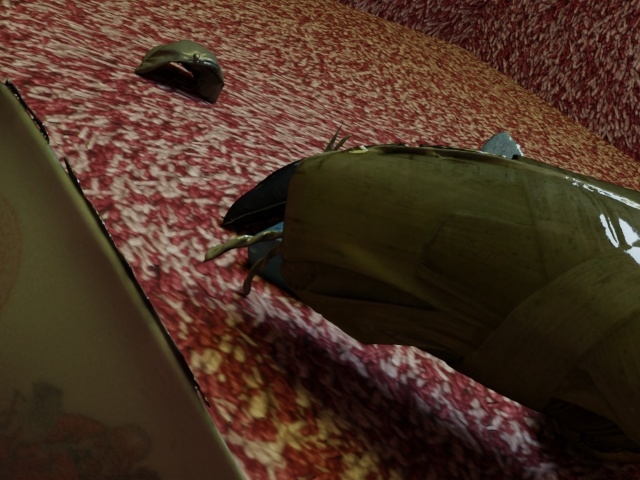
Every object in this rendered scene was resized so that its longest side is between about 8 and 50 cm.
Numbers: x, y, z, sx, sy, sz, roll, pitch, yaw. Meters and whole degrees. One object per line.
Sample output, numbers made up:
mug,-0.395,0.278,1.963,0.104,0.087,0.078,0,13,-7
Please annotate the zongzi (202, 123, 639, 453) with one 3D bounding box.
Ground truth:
zongzi,0.116,0.032,0.839,0.500,0.218,0.467,13,9,6

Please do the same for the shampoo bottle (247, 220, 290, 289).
shampoo bottle,0.000,0.000,1.253,0.104,0.061,0.258,26,19,11

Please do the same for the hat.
hat,-0.242,-0.317,1.698,0.147,0.085,0.175,16,23,-25

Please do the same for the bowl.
bowl,-0.170,0.091,0.597,0.345,0.157,0.345,55,-14,20

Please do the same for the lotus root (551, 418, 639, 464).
lotus root,0.349,0.169,1.150,0.169,0.141,0.314,16,16,16

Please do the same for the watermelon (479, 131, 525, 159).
watermelon,0.323,-0.068,1.566,0.320,0.214,0.289,4,11,37

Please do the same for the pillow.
pillow,-0.038,-0.071,1.303,0.055,0.141,0.208,64,20,-9
